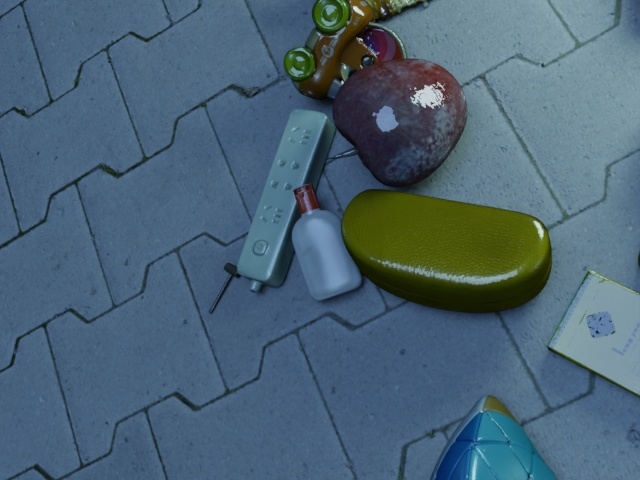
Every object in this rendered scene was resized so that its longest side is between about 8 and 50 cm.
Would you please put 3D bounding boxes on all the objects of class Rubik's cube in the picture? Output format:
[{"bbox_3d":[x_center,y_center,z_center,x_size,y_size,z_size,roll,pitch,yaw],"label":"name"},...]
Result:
[{"bbox_3d":[0.303,0.368,1.263,0.254,0.254,0.255,-6,73,20],"label":"Rubik's cube"}]

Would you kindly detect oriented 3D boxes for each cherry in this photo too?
[{"bbox_3d":[0.137,-0.217,1.449,0.285,0.213,0.236,-27,91,0],"label":"cherry"}]

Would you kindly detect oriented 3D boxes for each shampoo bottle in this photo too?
[{"bbox_3d":[0.000,0.000,1.505,0.108,0.051,0.221,-20,83,11],"label":"shampoo bottle"}]

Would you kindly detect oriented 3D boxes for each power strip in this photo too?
[{"bbox_3d":[-0.072,-0.078,1.577,0.091,0.062,0.385,15,81,27],"label":"power strip"}]

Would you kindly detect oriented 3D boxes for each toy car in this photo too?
[{"bbox_3d":[0.063,-0.362,1.563,0.235,0.145,0.235,3,103,12],"label":"toy car"}]

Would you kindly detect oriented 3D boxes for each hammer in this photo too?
[{"bbox_3d":[-0.200,0.101,1.605,0.035,0.019,0.110,30,93,26],"label":"hammer"}]

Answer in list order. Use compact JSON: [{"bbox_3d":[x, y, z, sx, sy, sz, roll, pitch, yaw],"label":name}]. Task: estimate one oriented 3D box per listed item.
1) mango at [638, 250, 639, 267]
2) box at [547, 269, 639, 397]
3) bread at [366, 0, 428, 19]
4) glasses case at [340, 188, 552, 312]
[{"bbox_3d":[0.591,-0.028,1.272,0.122,0.085,0.191,17,89,66],"label":"mango"},{"bbox_3d":[0.531,0.176,1.275,0.279,0.041,0.153,28,88,26],"label":"box"},{"bbox_3d":[0.106,-0.556,1.621,0.266,0.178,0.142,-19,38,13],"label":"bread"},{"bbox_3d":[0.216,0.028,1.389,0.371,0.141,0.173,11,65,24],"label":"glasses case"}]
